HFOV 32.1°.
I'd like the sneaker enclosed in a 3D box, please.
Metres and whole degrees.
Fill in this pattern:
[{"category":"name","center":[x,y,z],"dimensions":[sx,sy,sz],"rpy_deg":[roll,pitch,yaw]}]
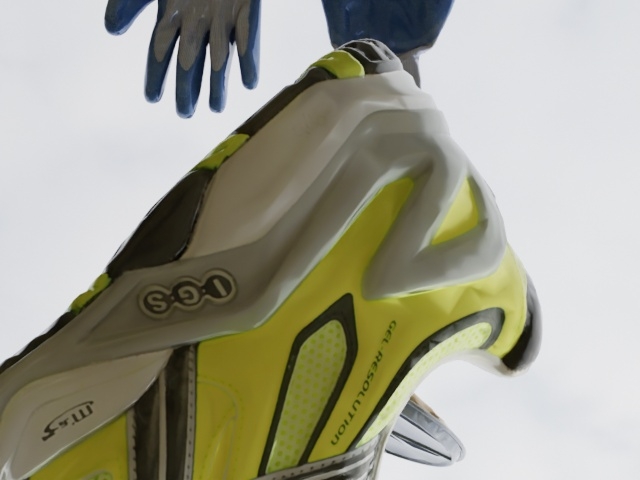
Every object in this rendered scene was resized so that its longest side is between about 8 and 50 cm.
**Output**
[{"category":"sneaker","center":[-0.070,0.100,0.388],"dimensions":[0.384,0.145,0.147],"rpy_deg":[-45,-84,-8]}]

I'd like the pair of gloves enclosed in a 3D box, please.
[{"category":"pair of gloves","center":[-0.019,-0.140,0.621],"dimensions":[0.198,0.023,0.159],"rpy_deg":[4,-108,-2]}]

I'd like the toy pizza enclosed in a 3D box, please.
[{"category":"toy pizza","center":[0.006,0.091,0.730],"dimensions":[0.201,0.201,0.032],"rpy_deg":[20,-108,22]}]
